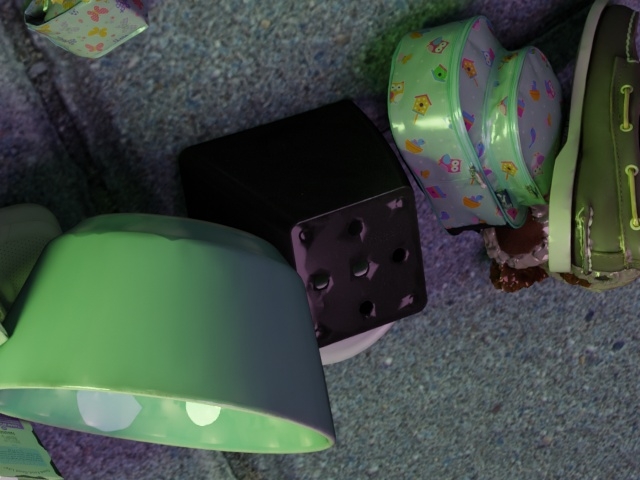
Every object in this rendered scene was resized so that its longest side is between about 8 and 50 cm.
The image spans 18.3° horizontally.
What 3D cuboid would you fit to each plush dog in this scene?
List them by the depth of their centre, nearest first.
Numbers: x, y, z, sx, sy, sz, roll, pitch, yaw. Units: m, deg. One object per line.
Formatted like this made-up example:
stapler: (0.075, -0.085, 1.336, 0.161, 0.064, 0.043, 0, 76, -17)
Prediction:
plush dog: (0.287, -0.031, 2.057, 0.262, 0.211, 0.225, 0, 144, -1)

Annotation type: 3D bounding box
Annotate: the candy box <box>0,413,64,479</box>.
candy box: (-0.326, 0.216, 1.783, 0.070, 0.196, 0.165, 10, 117, -40)

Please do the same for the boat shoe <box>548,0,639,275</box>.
boat shoe: (0.281, -0.102, 1.883, 0.096, 0.324, 0.116, 4, 140, 13)

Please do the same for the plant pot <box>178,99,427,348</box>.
plant pot: (0.000, 0.000, 1.826, 0.188, 0.167, 0.187, -19, 116, -23)

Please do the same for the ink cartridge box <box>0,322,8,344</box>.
ink cartridge box: (-0.417, 0.072, 1.604, 0.273, 0.197, 0.114, -37, 137, -4)

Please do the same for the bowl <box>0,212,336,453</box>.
bowl: (-0.130, 0.076, 1.679, 0.311, 0.311, 0.163, 20, 73, -43)

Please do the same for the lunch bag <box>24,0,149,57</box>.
lunch bag: (-0.196, -0.191, 1.652, 0.083, 0.053, 0.071, -30, 143, 26)

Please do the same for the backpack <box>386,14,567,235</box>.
backpack: (0.145, -0.115, 1.863, 0.144, 0.166, 0.188, -11, 137, 34)

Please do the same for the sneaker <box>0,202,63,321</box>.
sneaker: (-0.324, 0.095, 1.709, 0.292, 0.169, 0.108, -33, 134, -10)

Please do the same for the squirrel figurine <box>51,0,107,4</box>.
squirrel figurine: (-0.280, -0.246, 1.320, 0.397, 0.370, 0.281, -18, 132, -22)

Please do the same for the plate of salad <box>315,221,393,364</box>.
plate of salad: (0.006, 0.028, 1.968, 0.200, 0.048, 0.200, -10, 112, -26)
